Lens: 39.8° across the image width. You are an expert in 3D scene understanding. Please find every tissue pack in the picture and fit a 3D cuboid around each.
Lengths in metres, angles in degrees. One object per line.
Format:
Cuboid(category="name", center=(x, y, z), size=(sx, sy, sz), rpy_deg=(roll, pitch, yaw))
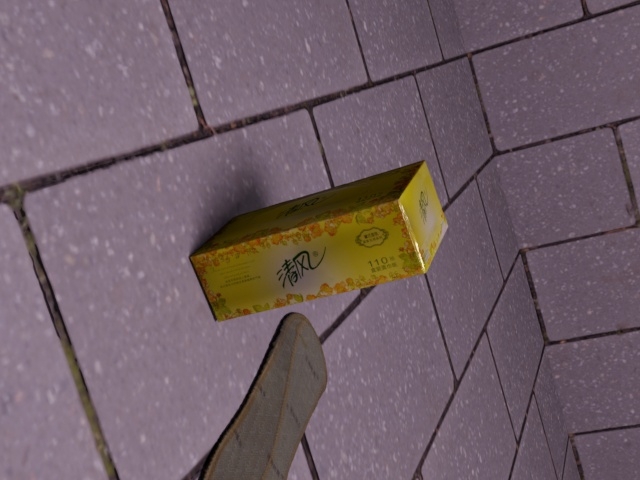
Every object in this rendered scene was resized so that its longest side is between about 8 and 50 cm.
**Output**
Cuboid(category="tissue pack", center=(0.000, 0.000, 0.681), size=(0.062, 0.176, 0.095), rpy_deg=(69, 25, -16))

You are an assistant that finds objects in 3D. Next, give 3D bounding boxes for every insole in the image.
Cuboid(category="insole", center=(-0.045, 0.179, 0.694), size=(0.119, 0.009, 0.348), rpy_deg=(65, 25, -25))
